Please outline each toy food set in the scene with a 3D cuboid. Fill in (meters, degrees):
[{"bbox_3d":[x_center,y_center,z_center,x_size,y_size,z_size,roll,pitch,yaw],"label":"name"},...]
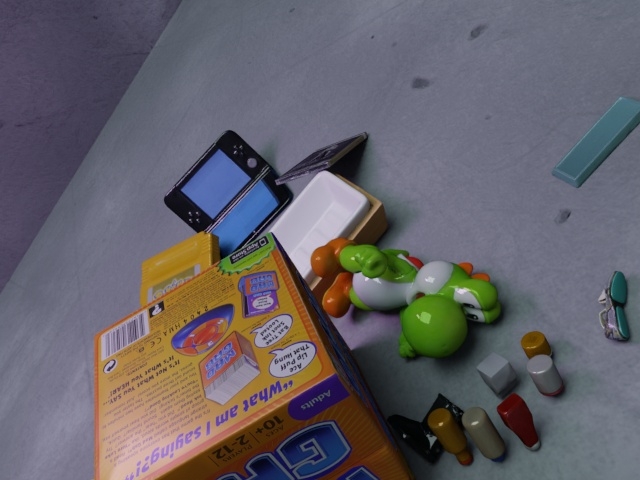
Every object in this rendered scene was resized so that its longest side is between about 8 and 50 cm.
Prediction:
[{"bbox_3d":[0.292,0.257,0.938,0.232,0.104,0.111,-38,24,-12],"label":"toy food set"}]

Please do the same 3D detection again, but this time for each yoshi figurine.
[{"bbox_3d":[0.137,0.110,1.109,0.362,0.203,0.203,9,86,40],"label":"yoshi figurine"}]

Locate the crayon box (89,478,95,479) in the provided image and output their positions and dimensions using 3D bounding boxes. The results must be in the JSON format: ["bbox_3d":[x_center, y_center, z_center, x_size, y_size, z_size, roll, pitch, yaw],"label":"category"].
[{"bbox_3d":[-0.492,0.634,1.387,0.278,0.081,0.165,-26,46,28],"label":"crayon box"}]

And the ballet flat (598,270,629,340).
[{"bbox_3d":[0.446,0.100,0.929,0.041,0.041,0.114,-13,52,37],"label":"ballet flat"}]

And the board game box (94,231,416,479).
[{"bbox_3d":[-0.110,0.282,0.989,0.356,0.356,0.356,-30,36,1],"label":"board game box"}]

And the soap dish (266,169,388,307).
[{"bbox_3d":[0.000,0.000,1.366,0.291,0.118,0.229,-51,39,1],"label":"soap dish"}]

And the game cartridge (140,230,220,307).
[{"bbox_3d":[-0.378,0.159,1.612,0.285,0.053,0.323,-25,60,29],"label":"game cartridge"}]

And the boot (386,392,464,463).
[{"bbox_3d":[0.181,0.303,1.023,0.099,0.045,0.121,-53,42,-3],"label":"boot"}]

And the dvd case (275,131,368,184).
[{"bbox_3d":[0.005,-0.204,1.505,0.164,0.018,0.221,-15,19,36],"label":"dvd case"}]

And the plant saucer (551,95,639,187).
[{"bbox_3d":[0.507,-0.183,1.100,0.192,0.018,0.067,-49,39,5],"label":"plant saucer"}]

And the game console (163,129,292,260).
[{"bbox_3d":[-0.263,-0.117,1.674,0.293,0.250,0.173,-45,13,7],"label":"game console"}]
